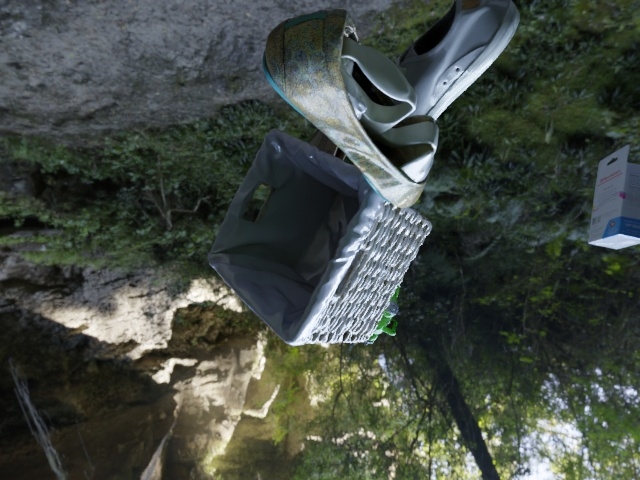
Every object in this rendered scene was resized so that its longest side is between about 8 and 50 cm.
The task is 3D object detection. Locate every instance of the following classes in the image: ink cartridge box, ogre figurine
[{"bbox_3d":[0.596,-0.083,0.827,0.061,0.181,0.104,12,172,6],"label":"ink cartridge box"},{"bbox_3d":[0.143,0.168,1.012,0.197,0.097,0.118,-40,-159,27],"label":"ogre figurine"}]

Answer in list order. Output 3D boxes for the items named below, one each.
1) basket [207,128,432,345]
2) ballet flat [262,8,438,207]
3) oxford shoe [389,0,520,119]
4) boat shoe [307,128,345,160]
[{"bbox_3d":[0.000,0.000,0.874,0.266,0.328,0.331,18,-167,-47],"label":"basket"},{"bbox_3d":[0.079,-0.140,0.519,0.123,0.123,0.348,16,169,43],"label":"ballet flat"},{"bbox_3d":[0.186,-0.300,0.855,0.130,0.449,0.169,27,-134,-15],"label":"oxford shoe"},{"bbox_3d":[0.062,-0.283,1.070,0.110,0.341,0.121,34,-167,18],"label":"boat shoe"}]
